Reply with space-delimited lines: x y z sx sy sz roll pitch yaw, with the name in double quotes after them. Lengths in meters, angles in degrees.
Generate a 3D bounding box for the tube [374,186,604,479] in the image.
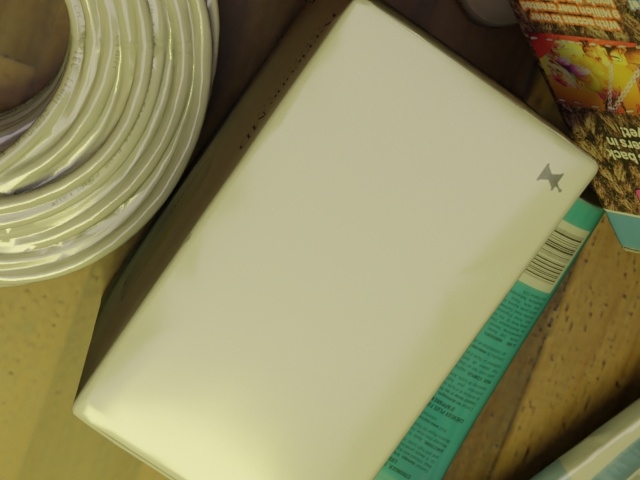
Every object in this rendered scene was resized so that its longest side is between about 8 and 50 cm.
0.076 0.052 1.056 0.080 0.052 0.207 32 103 -5 "tube"

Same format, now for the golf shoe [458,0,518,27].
0.146 -0.167 0.994 0.176 0.086 0.069 -34 103 5 "golf shoe"

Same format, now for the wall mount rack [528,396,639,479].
0.151 0.148 1.007 0.350 0.130 0.304 -38 122 5 "wall mount rack"

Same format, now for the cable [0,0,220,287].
-0.179 -0.105 0.985 0.257 0.089 0.257 -7 103 -3 "cable"

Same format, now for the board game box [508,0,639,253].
0.201 -0.130 0.826 0.141 0.232 0.291 -43 122 -24 "board game box"

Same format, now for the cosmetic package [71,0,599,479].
0.000 0.000 0.948 0.138 0.224 0.224 34 97 -10 "cosmetic package"
